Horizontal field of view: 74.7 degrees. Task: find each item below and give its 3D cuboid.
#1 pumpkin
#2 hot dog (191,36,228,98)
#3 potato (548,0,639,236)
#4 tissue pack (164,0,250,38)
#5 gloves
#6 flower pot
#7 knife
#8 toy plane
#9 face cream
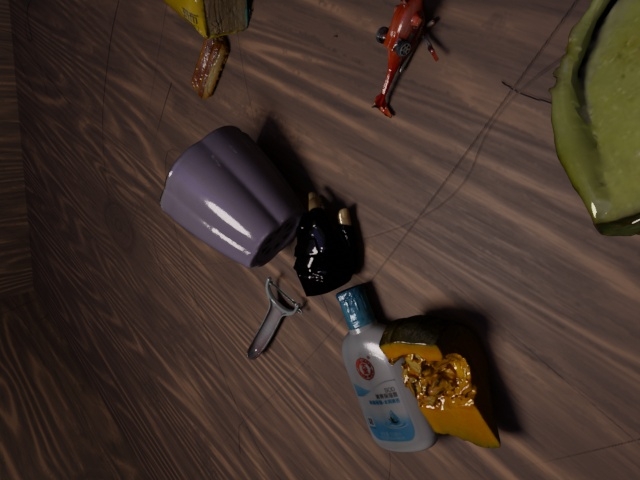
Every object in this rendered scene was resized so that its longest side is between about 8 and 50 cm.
[{"bbox_3d":[0.222,0.230,0.742,0.131,0.126,0.248,-18,109,37],"label":"pumpkin"},{"bbox_3d":[-0.280,-0.438,1.056,0.071,0.045,0.165,55,131,19],"label":"hot dog"},{"bbox_3d":[0.421,-0.176,0.400,0.330,0.212,0.280,-36,59,52],"label":"potato"},{"bbox_3d":[-0.287,-0.599,0.920,0.271,0.134,0.192,46,150,23],"label":"tissue pack"},{"bbox_3d":[0.000,0.000,0.884,0.164,0.124,0.203,-20,96,26],"label":"gloves"},{"bbox_3d":[-0.179,-0.074,0.939,0.243,0.265,0.265,45,129,11],"label":"flower pot"},{"bbox_3d":[-0.127,0.224,1.101,0.123,0.053,0.278,42,128,21],"label":"knife"},{"bbox_3d":[0.123,-0.312,0.704,0.194,0.077,0.126,-48,60,50],"label":"toy plane"},{"bbox_3d":[0.119,0.256,0.861,0.163,0.080,0.337,-23,86,45],"label":"face cream"}]
